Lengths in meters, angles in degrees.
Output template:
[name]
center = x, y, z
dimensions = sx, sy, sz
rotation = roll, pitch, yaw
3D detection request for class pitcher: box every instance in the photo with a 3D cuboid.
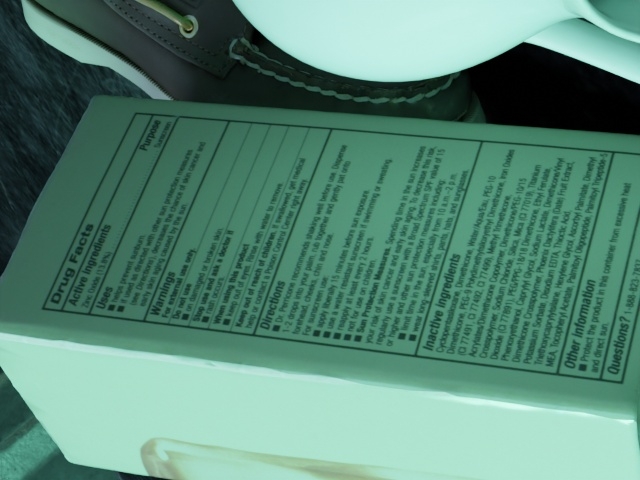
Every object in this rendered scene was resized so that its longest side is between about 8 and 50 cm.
[pitcher]
center = 0.066, -0.108, 0.648
dimensions = 0.207, 0.125, 0.178
rotation = 9, 153, 49

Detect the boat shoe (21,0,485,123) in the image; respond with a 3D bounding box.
[boat shoe]
center = -0.051, -0.130, 0.885
dimensions = 0.324, 0.116, 0.097
rotation = 28, 139, 37

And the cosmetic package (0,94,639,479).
[cosmetic package]
center = 0.018, 0.034, 0.770
dimensions = 0.296, 0.153, 0.129
rotation = 7, 145, 21
